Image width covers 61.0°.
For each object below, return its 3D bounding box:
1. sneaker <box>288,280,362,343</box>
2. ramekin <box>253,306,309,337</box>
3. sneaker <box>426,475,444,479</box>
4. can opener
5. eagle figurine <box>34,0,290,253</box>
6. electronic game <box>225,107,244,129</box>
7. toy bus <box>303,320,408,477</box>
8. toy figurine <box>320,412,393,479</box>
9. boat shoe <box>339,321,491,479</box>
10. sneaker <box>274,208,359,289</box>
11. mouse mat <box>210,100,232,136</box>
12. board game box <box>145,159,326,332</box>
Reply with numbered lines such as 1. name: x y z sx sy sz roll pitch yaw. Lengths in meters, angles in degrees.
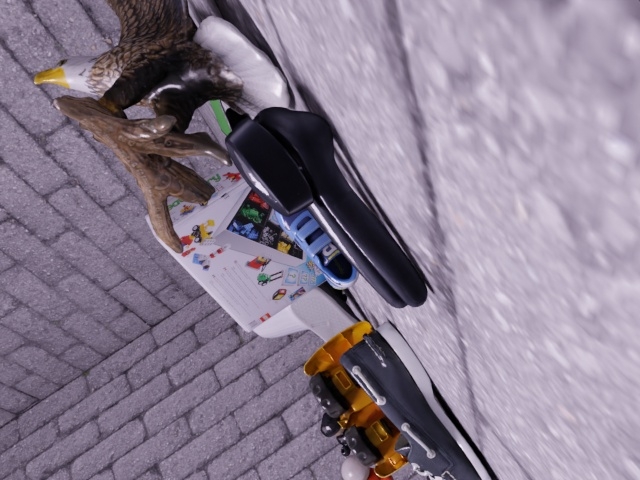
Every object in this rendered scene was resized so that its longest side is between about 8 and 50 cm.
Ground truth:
1. sneaker: 0.048 0.170 1.111 0.296 0.104 0.147 49 -166 -17
2. ramekin: -0.103 0.092 1.259 0.277 0.135 0.277 -22 -90 -76
3. sneaker: 0.217 0.406 0.966 0.237 0.086 0.085 61 175 -28
4. can opener: 0.011 -0.021 0.399 0.186 0.073 0.059 48 169 -13
5. eagle figurine: -0.157 -0.181 0.516 0.226 0.225 0.298 -50 31 45
6. electronic game: -0.110 -0.123 0.947 0.229 0.048 0.229 63 172 15
7. toy bus: 0.097 0.271 0.930 0.220 0.149 0.211 52 178 23
8. toy figurine: 0.122 0.407 1.154 0.148 0.209 0.213 40 -173 -29
9. boat shoe: 0.137 0.259 0.746 0.302 0.091 0.114 56 175 4
10. sneaker: 0.000 0.000 0.668 0.144 0.053 0.059 49 177 -6
11. mouse mat: -0.172 -0.245 0.822 0.152 0.007 0.189 -133 23 -62
12. board game box: -0.093 0.010 0.805 0.053 0.193 0.305 53 173 35
